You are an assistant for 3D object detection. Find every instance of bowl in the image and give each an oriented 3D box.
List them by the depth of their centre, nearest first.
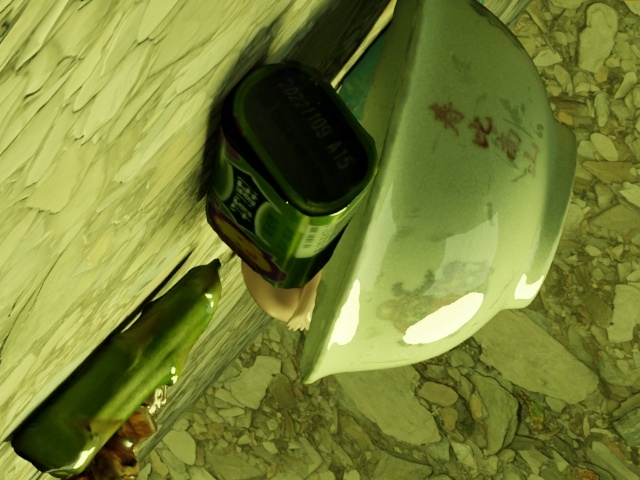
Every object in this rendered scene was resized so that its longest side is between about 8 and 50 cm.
[{"bbox_3d":[0.128,-0.045,1.835,0.435,0.196,0.434,-165,-90,-86],"label":"bowl"}]

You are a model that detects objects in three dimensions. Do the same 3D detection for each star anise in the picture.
[{"bbox_3d":[-0.263,0.253,2.378,0.288,0.088,0.288,-57,-173,11],"label":"star anise"}]

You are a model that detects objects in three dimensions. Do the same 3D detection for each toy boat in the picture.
[{"bbox_3d":[0.108,-0.202,2.116,0.215,0.088,0.102,-48,167,3],"label":"toy boat"}]

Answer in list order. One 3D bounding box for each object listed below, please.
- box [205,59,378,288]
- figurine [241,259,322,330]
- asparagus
[{"bbox_3d":[-0.030,-0.049,1.646,0.097,0.134,0.345,-45,175,-12],"label":"box"},{"bbox_3d":[0.000,0.000,2.409,0.186,0.176,0.287,-22,151,-20],"label":"figurine"},{"bbox_3d":[-0.203,0.137,1.976,0.343,0.082,0.085,-48,140,-41],"label":"asparagus"}]
